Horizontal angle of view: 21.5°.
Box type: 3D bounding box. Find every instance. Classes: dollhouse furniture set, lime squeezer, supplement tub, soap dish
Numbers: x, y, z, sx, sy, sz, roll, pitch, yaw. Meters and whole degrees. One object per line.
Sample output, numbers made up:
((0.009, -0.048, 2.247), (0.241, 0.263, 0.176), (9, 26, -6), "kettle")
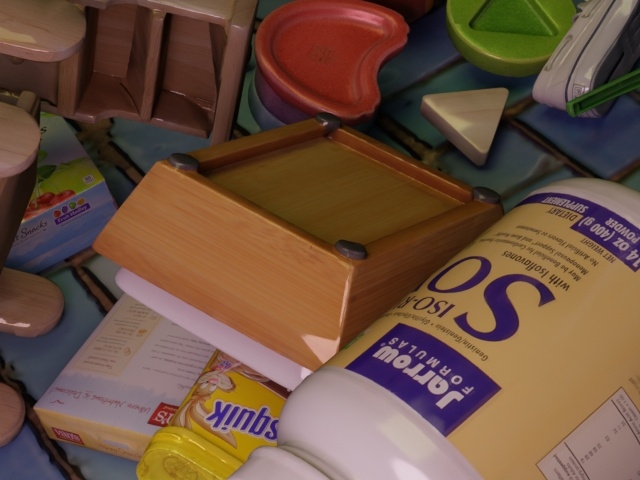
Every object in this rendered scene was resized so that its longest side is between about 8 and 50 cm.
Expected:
((-0.222, -0.064, 1.443), (0.256, 0.362, 0.394), (13, 48, 0), "dollhouse furniture set")
((0.377, -0.165, 1.538), (0.310, 0.059, 0.110), (-12, 38, 11), "lime squeezer")
((0.122, 0.138, 1.142), (0.331, 0.241, 0.241), (-38, 41, -22), "supplement tub")
((0.000, 0.000, 1.340), (0.229, 0.118, 0.291), (28, 26, 25), "soap dish")

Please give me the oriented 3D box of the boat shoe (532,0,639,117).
((0.276, -0.210, 1.617), (0.076, 0.083, 0.226), (14, 50, 35), "boat shoe")

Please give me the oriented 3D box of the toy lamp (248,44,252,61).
((-0.122, -0.284, 1.894), (0.080, 0.080, 0.274), (-15, 40, 7), "toy lamp")

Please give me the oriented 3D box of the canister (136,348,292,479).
((-0.050, 0.143, 1.316), (0.126, 0.073, 0.170), (32, 48, -1), "canister")

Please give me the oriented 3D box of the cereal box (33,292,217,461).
((-0.113, 0.090, 1.460), (0.173, 0.047, 0.240), (10, 47, 32), "cereal box")

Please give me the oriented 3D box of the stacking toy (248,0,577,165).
((0.089, -0.180, 1.690), (0.279, 0.130, 0.309), (27, 57, 12), "stacking toy")

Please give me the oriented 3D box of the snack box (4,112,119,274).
((-0.313, -0.046, 1.695), (0.174, 0.070, 0.207), (-28, 37, -11), "snack box")
